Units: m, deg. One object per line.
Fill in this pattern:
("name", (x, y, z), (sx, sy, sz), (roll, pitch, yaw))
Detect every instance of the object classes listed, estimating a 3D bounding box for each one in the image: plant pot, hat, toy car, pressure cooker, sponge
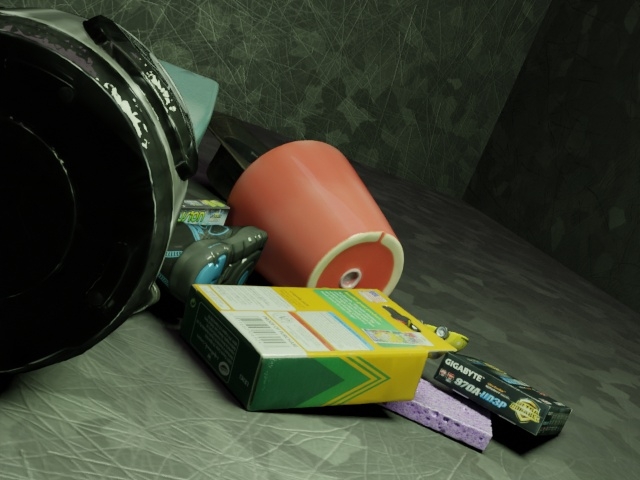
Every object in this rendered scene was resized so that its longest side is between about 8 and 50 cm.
("plant pot", (0.000, 0.000, 1.668), (0.275, 0.275, 0.243), (13, 26, -41))
("hat", (-0.175, -0.151, 2.260), (0.331, 0.134, 0.331), (37, 18, -14))
("toy car", (0.090, 0.134, 1.537), (0.225, 0.053, 0.239), (24, -10, -27))
("pressure cooker", (-0.335, -0.084, 1.081), (0.376, 0.370, 0.420), (16, 11, -8))
("plant pot", (-0.358, -0.202, 1.914), (0.247, 0.248, 0.252), (19, 30, -18))
("sponge", (0.147, 0.233, 1.401), (0.210, 0.031, 0.117), (24, 12, 5))

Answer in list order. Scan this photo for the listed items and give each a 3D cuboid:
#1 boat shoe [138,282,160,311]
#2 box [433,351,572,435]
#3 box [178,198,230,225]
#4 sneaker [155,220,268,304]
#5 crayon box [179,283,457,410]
("boat shoe", (-0.320, 0.032, 1.326), (0.219, 0.077, 0.070), (34, 15, 12))
("box", (0.288, 0.240, 1.497), (0.175, 0.051, 0.220), (28, 1, 26))
("box", (-0.233, -0.011, 1.570), (0.036, 0.114, 0.207), (28, 13, 22))
("sneaker", (-0.179, 0.013, 1.467), (0.140, 0.125, 0.341), (28, 5, 10))
("crayon box", (-0.002, 0.140, 1.312), (0.323, 0.083, 0.203), (3, 21, -36))
